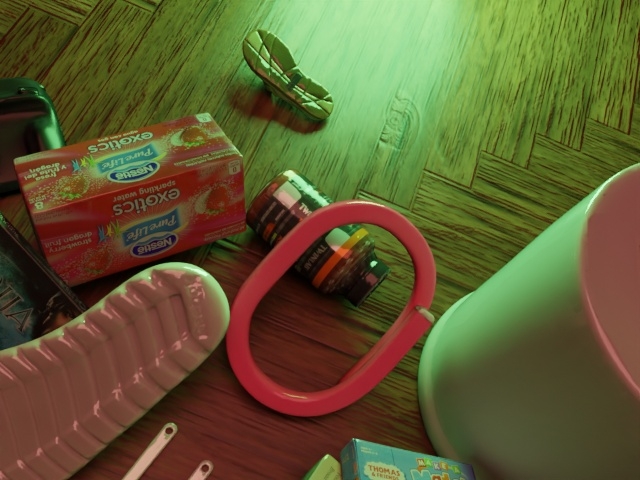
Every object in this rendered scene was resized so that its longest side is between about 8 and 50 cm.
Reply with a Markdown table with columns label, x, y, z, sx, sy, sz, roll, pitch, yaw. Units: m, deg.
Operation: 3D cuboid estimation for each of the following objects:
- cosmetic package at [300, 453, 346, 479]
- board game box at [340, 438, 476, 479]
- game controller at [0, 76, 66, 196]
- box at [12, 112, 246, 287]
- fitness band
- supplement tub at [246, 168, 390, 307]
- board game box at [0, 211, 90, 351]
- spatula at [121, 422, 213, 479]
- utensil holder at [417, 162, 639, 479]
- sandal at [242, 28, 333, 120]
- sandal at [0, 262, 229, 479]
| label | x | y | z | sx | sy | sz | roll | pitch | yaw |
| --- | --- | --- | --- | --- | --- | --- | --- | --- | --- |
| cosmetic package | 0.070 | 0.395 | 0.695 | 0.310 | 0.113 | 0.160 | 37 | 37 | 7 |
| board game box | 0.106 | 0.317 | 0.682 | 0.160 | 0.039 | 0.211 | 18 | 38 | -20 |
| game controller | -0.508 | -0.119 | 0.882 | 0.320 | 0.067 | 0.166 | -16 | 83 | -20 |
| box | -0.233 | -0.055 | 0.849 | 0.257 | 0.128 | 0.122 | -18 | 46 | -22 |
| fitness band | 0.014 | 0.085 | 0.831 | 0.209 | 0.054 | 0.291 | 42 | 92 | -9 |
| supplement tub | 0.000 | 0.000 | 0.908 | 0.198 | 0.106 | 0.106 | 41 | 62 | 9 |
| board game box | -0.371 | 0.052 | 0.757 | 0.126 | 0.026 | 0.186 | -36 | 109 | 3 |
| spatula | -0.195 | 0.334 | 0.743 | 0.168 | 0.019 | 0.242 | 35 | 61 | 6 |
| utensil holder | 0.329 | 0.136 | 0.760 | 0.328 | 0.385 | 0.327 | 6 | 63 | -12 |
| sandal | -0.057 | -0.254 | 1.061 | 0.180 | 0.049 | 0.072 | 43 | 67 | -7 |
| sandal | -0.288 | 0.170 | 0.755 | 0.417 | 0.102 | 0.169 | -28 | 96 | -8 |
